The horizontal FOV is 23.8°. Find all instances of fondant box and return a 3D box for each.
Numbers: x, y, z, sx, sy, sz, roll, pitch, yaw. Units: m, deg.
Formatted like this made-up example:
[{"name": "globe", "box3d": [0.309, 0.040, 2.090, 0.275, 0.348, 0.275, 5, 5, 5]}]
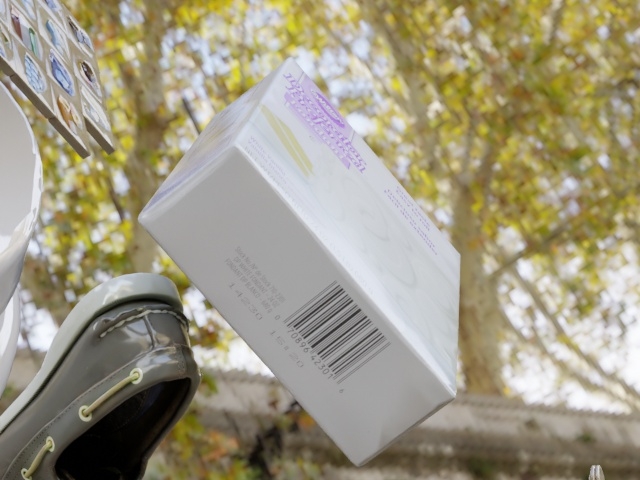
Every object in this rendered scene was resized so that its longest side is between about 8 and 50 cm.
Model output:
[{"name": "fondant box", "box3d": [0.000, 0.000, 1.188, 0.096, 0.330, 0.238, -38, -80, 14]}]

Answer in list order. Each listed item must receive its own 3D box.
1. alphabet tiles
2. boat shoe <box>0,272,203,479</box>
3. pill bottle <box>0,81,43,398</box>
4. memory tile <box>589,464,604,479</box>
[{"name": "alphabet tiles", "box3d": [-0.282, -0.231, 1.324, 0.011, 0.285, 0.342, -28, -43, 10]}, {"name": "boat shoe", "box3d": [-0.181, 0.157, 1.147, 0.109, 0.091, 0.305, 3, -45, -37]}, {"name": "pill bottle", "box3d": [-0.207, 0.055, 0.575, 0.161, 0.161, 0.283, -2, -36, -29]}, {"name": "memory tile", "box3d": [0.270, 0.289, 1.408, 0.012, 0.113, 0.148, -11, -46, 16]}]
